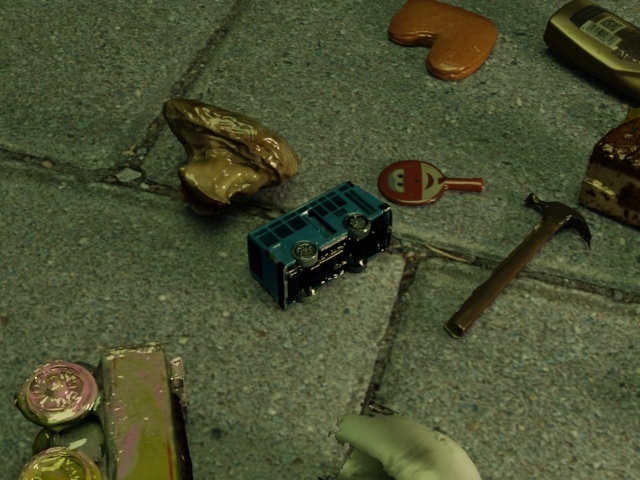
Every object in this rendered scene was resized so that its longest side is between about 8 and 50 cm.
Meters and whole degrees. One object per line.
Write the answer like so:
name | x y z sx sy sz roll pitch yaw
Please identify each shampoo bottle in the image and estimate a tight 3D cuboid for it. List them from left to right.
shampoo bottle | 0.534 -0.284 1.585 0.126 0.084 0.350 -33 55 -26

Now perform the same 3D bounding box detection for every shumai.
shumai | -0.142 -0.108 1.365 0.210 0.161 0.152 25 74 -20

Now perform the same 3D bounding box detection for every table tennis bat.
table tennis bat | 0.162 -0.084 1.423 0.155 0.019 0.098 2 45 4

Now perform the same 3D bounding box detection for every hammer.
hammer | 0.259 0.034 1.302 0.125 0.027 0.297 29 51 30

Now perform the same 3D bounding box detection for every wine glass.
wine glass | 0.147 0.285 0.979 0.321 0.143 0.143 24 50 23

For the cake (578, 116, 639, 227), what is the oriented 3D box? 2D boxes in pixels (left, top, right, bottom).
cake | 0.507 -0.075 1.361 0.246 0.112 0.135 28 48 23

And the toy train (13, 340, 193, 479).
toy train | -0.224 0.229 1.017 0.178 0.134 0.260 -7 47 -9

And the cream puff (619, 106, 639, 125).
cream puff | 0.507 -0.172 1.491 0.083 0.058 0.083 -14 49 -12

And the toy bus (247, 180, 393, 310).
toy bus | 0.000 0.000 1.282 0.185 0.090 0.106 -29 51 -27

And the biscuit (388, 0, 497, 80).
biscuit | 0.204 -0.356 1.678 0.192 0.036 0.186 24 51 21
